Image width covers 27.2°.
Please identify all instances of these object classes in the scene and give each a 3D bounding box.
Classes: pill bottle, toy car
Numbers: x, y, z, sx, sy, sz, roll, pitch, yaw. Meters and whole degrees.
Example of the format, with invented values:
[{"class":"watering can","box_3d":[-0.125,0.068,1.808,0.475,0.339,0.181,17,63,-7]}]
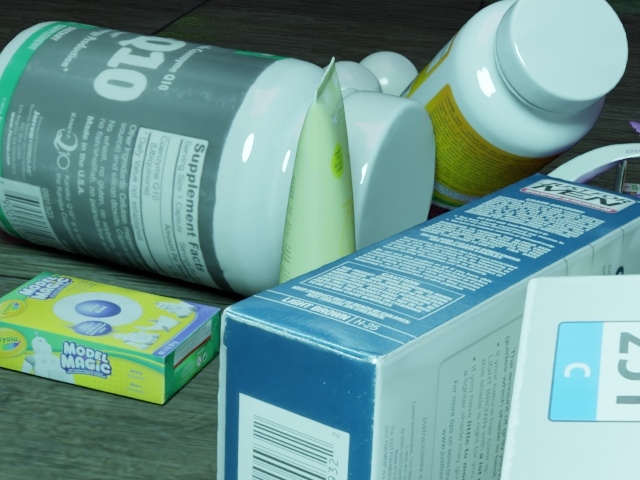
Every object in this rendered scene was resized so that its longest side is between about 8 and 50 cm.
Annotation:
[{"class":"pill bottle","box_3d":[-0.098,-0.065,1.137,0.361,0.204,0.204,13,22,22]},{"class":"pill bottle","box_3d":[0.158,-0.122,1.128,0.136,0.136,0.245,-3,-14,-18]},{"class":"toy car","box_3d":[0.043,-0.102,1.391,0.136,0.159,0.182,49,36,14]}]

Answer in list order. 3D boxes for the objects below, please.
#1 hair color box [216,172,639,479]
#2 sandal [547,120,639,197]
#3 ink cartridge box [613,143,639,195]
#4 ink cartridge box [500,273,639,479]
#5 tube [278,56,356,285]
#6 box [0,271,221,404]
[{"class":"hair color box","box_3d":[0.087,0.084,0.806,0.105,0.174,0.347,16,23,34]},{"class":"sandal","box_3d":[0.246,-0.044,1.079,0.169,0.102,0.416,-13,0,-39]},{"class":"ink cartridge box","box_3d":[0.286,-0.026,1.228,0.029,0.115,0.063,6,20,6]},{"class":"ink cartridge box","box_3d":[0.195,0.131,0.485,0.261,0.066,0.296,-1,41,17]},{"class":"tube","box_3d":[0.000,0.000,0.922,0.062,0.240,0.070,-12,24,-32]},{"class":"box","box_3d":[-0.176,0.068,0.994,0.179,0.043,0.105,9,20,17]}]
